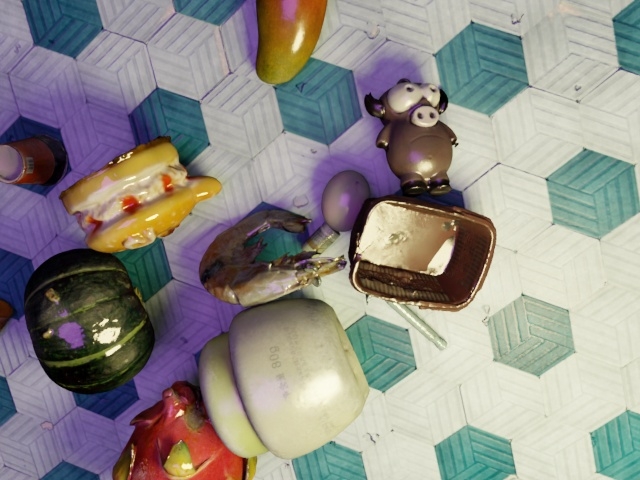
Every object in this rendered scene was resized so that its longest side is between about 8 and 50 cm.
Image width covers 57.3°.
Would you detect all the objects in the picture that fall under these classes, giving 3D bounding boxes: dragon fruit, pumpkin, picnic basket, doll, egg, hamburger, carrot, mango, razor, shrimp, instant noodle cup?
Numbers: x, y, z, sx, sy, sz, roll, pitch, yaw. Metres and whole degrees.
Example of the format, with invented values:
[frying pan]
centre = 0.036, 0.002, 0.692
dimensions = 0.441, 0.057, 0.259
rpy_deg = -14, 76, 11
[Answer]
[dragon fruit]
centre = -0.286, 0.458, 1.308
dimensions = 0.305, 0.305, 0.226
rpy_deg = 31, 113, 2
[pumpkin]
centre = -0.506, 0.175, 1.281
dimensions = 0.241, 0.323, 0.324
rpy_deg = -24, 97, -17
[picnic basket]
centre = 0.193, 0.017, 1.203
dimensions = 0.296, 0.129, 0.223
rpy_deg = 11, 104, -17
[doll]
centre = 0.188, -0.214, 1.178
dimensions = 0.181, 0.117, 0.258
rpy_deg = -3, 78, -13
[egg]
centre = 0.053, -0.084, 1.253
dimensions = 0.103, 0.103, 0.135
rpy_deg = 18, 105, 5
[hamburger]
centre = -0.377, -0.090, 1.258
dimensions = 0.302, 0.261, 0.187
rpy_deg = -38, 102, -28
[carrot]
centre = -0.854, 0.244, 1.483
dimensions = 0.061, 0.061, 0.210
rpy_deg = 39, 109, 0
[mango]
centre = -0.060, -0.462, 1.191
dimensions = 0.145, 0.129, 0.290
rpy_deg = 7, 110, 5
[razor]
centre = 0.192, 0.166, 1.297
dimensions = 0.232, 0.106, 0.068
rpy_deg = 42, 104, -10
[shrimp]
centre = -0.105, 0.030, 1.243
dimensions = 0.359, 0.247, 0.085
rpy_deg = -2, 145, 28
[instant noodle cup]
centre = -0.667, -0.177, 1.328
dimensions = 0.127, 0.136, 0.127
rpy_deg = 2, 101, 9

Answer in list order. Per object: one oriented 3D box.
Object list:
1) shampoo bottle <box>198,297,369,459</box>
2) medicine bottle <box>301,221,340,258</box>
[shampoo bottle]
centre = -0.071, 0.283, 1.230
dimensions = 0.317, 0.322, 0.323
rpy_deg = -23, 96, 6
[medicine bottle]
centre = 0.000, 0.000, 1.307
dimensions = 0.047, 0.047, 0.083
rpy_deg = 45, 104, -2
